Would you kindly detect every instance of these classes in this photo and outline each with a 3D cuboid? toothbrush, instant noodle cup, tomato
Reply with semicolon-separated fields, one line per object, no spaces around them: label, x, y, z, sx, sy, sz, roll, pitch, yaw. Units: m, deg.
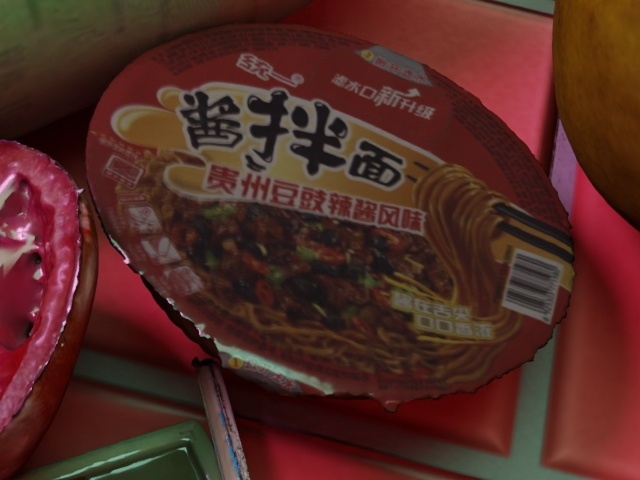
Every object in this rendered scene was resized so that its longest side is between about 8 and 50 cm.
toothbrush;-0.022;0.175;0.612;0.028;0.026;0.294;2;49;-33
instant noodle cup;0.000;0.000;0.731;0.274;0.090;0.274;11;46;-12
tomato;-0.166;0.044;0.657;0.189;0.099;0.173;22;75;36

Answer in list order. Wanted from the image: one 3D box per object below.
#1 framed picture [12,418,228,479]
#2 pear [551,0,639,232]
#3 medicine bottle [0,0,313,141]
framed picture;-0.158;0.222;0.578;0.324;0.020;0.240;-16;55;-22
pear;0.297;-0.149;0.753;0.352;0.352;0.413;10;38;-1
medicine bottle;-0.105;-0.228;0.820;0.406;0.235;0.236;-30;61;-28
